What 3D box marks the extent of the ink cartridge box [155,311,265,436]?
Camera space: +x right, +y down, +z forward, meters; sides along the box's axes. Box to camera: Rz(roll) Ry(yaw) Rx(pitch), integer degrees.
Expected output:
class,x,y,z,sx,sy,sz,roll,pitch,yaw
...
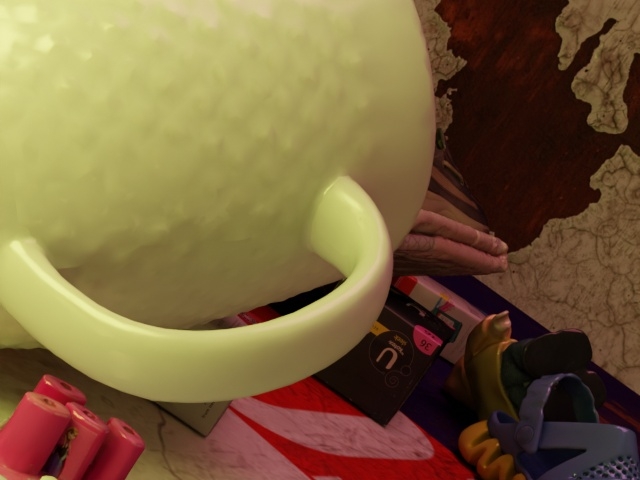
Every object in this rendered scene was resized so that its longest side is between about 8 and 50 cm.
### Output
class,x,y,z,sx,sy,sz,roll,pitch,yaw
ink cartridge box,-0.129,0.058,1.029,0.175,0.072,0.127,33,7,1

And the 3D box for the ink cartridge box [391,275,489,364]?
class,x,y,z,sx,sy,sz,roll,pitch,yaw
ink cartridge box,0.144,0.095,1.963,0.231,0.078,0.134,32,7,-11

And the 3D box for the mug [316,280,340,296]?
class,x,y,z,sx,sy,sz,roll,pitch,yaw
mug,-0.009,0.001,1.809,0.169,0.113,0.150,33,4,29

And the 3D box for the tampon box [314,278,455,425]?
class,x,y,z,sx,sy,sz,roll,pitch,yaw
tampon box,0.057,0.106,1.411,0.120,0.101,0.161,34,7,7

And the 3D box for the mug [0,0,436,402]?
class,x,y,z,sx,sy,sz,roll,pitch,yaw
mug,-0.113,-0.044,0.818,0.328,0.276,0.374,-16,45,-33

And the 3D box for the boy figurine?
class,x,y,z,sx,sy,sz,roll,pitch,yaw
boy figurine,0.225,0.170,1.587,0.285,0.092,0.177,148,-77,-74

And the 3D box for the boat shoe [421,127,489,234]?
class,x,y,z,sx,sy,sz,roll,pitch,yaw
boat shoe,0.117,-0.071,1.596,0.132,0.130,0.355,2,-7,21

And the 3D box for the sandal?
class,x,y,z,sx,sy,sz,roll,pitch,yaw
sandal,0.259,0.233,1.324,0.126,0.138,0.317,30,10,-40

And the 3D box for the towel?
class,x,y,z,sx,sy,sz,roll,pitch,yaw
towel,0.000,0.000,1.487,0.332,0.053,0.317,3,-6,26

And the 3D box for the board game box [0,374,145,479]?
class,x,y,z,sx,sy,sz,roll,pitch,yaw
board game box,-0.024,0.208,0.576,0.390,0.050,0.390,33,7,2
